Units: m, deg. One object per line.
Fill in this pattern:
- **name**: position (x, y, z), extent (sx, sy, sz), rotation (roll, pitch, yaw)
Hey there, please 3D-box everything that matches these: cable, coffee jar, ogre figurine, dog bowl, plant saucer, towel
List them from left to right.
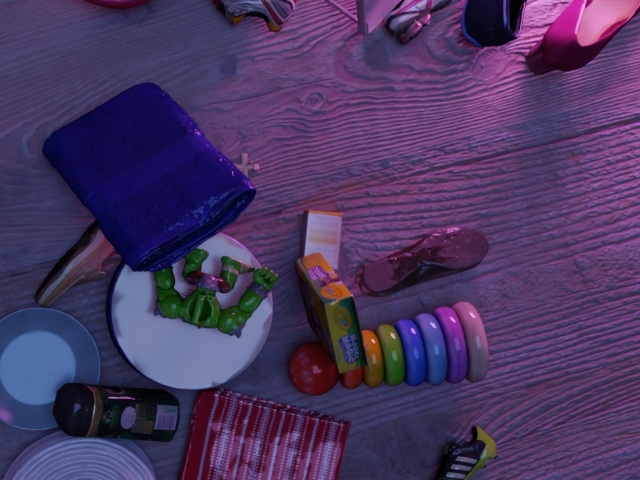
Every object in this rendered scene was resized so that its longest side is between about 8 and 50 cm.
- **plant saucer**: position (-0.450, 0.203, 1.754), extent (0.195, 0.037, 0.194), rotation (0, 89, -14)
- **cable**: position (-0.379, 0.424, 1.736), extent (0.257, 0.089, 0.257), rotation (28, 82, -11)
- **coffee jar**: position (-0.322, 0.270, 1.728), extent (0.184, 0.096, 0.079), rotation (11, 92, -32)
- **towel**: position (-0.271, -0.100, 1.724), extent (0.228, 0.076, 0.308), rotation (-33, 60, -17)
- **dog bowl**: position (-0.213, 0.110, 1.782), extent (0.265, 0.104, 0.264), rotation (1, 88, -14)
- **ogre figurine**: position (-0.177, 0.077, 1.689), extent (0.197, 0.097, 0.118), rotation (19, 77, -17)
- **towel**: position (-0.096, 0.367, 1.840), extent (0.275, 0.031, 0.198), rotation (16, 85, -13)

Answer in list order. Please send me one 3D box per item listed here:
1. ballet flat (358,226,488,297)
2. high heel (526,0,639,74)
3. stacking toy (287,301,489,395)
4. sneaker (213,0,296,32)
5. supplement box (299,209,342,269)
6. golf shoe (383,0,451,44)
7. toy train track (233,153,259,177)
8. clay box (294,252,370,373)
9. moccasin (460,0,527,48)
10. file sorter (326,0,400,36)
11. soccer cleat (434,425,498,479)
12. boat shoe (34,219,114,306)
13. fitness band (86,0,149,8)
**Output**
- **ballet flat**: position (0.178, 0.042, 1.913), extent (0.250, 0.058, 0.084), rotation (-21, 71, -19)
- **high heel**: position (0.531, -0.432, 1.948), extent (0.127, 0.181, 0.377), rotation (43, 79, -9)
- **stacking toy**: position (0.108, 0.199, 1.856), extent (0.331, 0.141, 0.141), rotation (-10, 90, -8)
- **sneaker**: position (-0.152, -0.412, 1.827), extent (0.225, 0.088, 0.092), rotation (18, 94, -8)
- **supplement box**: position (0.000, 0.000, 1.874), extent (0.062, 0.036, 0.098), rotation (7, 86, -14)
- **golf shoe**: position (0.184, -0.432, 1.920), extent (0.086, 0.067, 0.186), rotation (46, 79, -7)
- **toy train track**: position (-0.144, -0.124, 1.854), extent (0.083, 0.014, 0.048), rotation (-1, 88, -13)
- **clay box**: position (0.018, 0.119, 1.762), extent (0.053, 0.222, 0.127), rotation (-16, 113, -9)
- **moccasin**: position (0.355, -0.497, 1.927), extent (0.138, 0.117, 0.341), rotation (12, 90, -43)
- **file sorter**: position (0.101, -0.527, 1.828), extent (0.173, 0.193, 0.277), rotation (40, 78, 14)
- **soccer cleat**: position (0.229, 0.396, 1.910), extent (0.179, 0.060, 0.072), rotation (-39, 88, -19)
- **boat shoe**: position (-0.375, 0.042, 1.767), extent (0.072, 0.068, 0.190), rotation (45, 78, -20)
- **fitness band**: position (-0.368, -0.495, 1.769), extent (0.291, 0.054, 0.209), rotation (24, 85, -1)
